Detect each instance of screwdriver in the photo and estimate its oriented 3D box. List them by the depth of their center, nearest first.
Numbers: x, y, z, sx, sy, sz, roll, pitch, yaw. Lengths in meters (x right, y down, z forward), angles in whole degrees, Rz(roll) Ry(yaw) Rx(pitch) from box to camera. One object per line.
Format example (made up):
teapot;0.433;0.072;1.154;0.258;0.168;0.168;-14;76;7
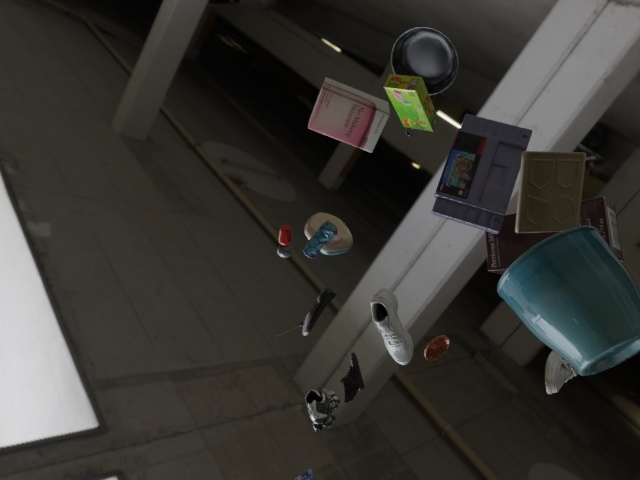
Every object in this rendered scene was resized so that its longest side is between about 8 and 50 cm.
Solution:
screwdriver;-0.083;0.299;1.677;0.024;0.170;0.025;61;-163;-11

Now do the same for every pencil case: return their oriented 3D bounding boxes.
pencil case;0.000;0.000;1.840;0.070;0.152;0.064;40;-155;-5

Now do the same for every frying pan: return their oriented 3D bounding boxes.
frying pan;0.316;-0.460;1.399;0.197;0.326;0.053;5;-136;33

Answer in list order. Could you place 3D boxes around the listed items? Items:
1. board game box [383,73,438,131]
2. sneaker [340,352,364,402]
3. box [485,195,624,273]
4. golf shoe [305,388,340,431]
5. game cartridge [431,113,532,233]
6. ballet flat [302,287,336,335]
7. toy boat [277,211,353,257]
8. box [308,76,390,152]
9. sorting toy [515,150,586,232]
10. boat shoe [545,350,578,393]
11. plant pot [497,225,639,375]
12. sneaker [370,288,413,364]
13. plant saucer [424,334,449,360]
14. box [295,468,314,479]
board game box;0.244;-0.363;1.275;0.092;0.043;0.181;20;168;33
sneaker;0.111;0.516;1.810;0.051;0.089;0.170;57;-162;-74
box;0.745;-0.005;1.566;0.143;0.381;0.191;13;-109;-44
golf shoe;0.004;0.452;1.366;0.094;0.077;0.198;62;-175;-3
game cartridge;0.519;-0.221;1.563;0.230;0.355;0.068;19;174;10
ballet flat;-0.007;0.227;1.497;0.049;0.173;0.057;25;-167;-23
toy boat;-0.032;-0.009;2.079;0.318;0.148;0.267;-7;-145;-17
box;0.093;-0.411;1.579;0.232;0.149;0.127;19;-148;-7
sorting toy;0.604;-0.081;1.282;0.229;0.307;0.041;-3;-169;-22
boat shoe;0.837;0.421;1.638;0.096;0.098;0.277;4;-151;38
plant pot;0.591;0.150;1.088;0.271;0.271;0.255;16;-142;-40
sneaker;0.261;0.346;1.861;0.152;0.114;0.305;-20;-91;-60
plant saucer;0.320;0.296;1.329;0.083;0.083;0.013;18;-162;-37
box;-0.046;0.912;1.687;0.109;0.042;0.178;6;-119;-58
